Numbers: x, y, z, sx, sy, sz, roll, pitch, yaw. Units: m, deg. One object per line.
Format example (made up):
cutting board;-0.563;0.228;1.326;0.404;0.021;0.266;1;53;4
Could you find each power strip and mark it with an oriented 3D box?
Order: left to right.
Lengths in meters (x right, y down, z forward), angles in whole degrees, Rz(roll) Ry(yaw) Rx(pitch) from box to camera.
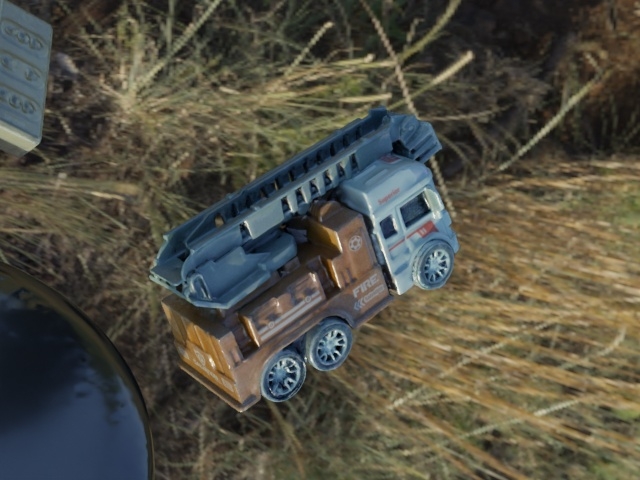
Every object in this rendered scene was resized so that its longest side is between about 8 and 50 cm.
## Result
power strip;-0.484;-0.262;1.591;0.105;0.070;0.256;28;46;-42

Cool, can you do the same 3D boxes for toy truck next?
toy truck;0.000;0.000;1.010;0.338;0.133;0.184;-35;125;-24

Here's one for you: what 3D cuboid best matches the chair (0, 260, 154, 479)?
chair;-0.307;0.235;0.701;0.362;0.410;0.364;23;44;-9
